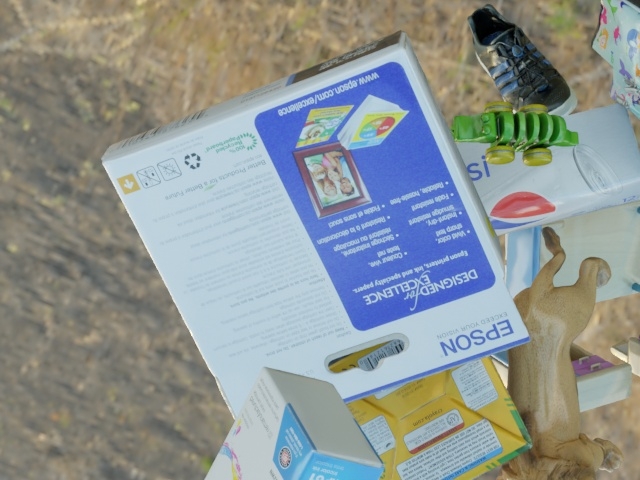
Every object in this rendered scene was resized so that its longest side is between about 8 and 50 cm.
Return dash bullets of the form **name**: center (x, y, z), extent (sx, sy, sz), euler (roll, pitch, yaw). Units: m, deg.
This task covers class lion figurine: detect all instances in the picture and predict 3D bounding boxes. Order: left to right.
- **lion figurine**: center (0.253, 0.170, 1.632), extent (0.142, 0.392, 0.240), euler (-14, 171, 24)

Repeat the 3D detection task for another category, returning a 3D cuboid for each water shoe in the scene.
- **water shoe**: center (0.235, -0.214, 1.796), extent (0.073, 0.203, 0.080), euler (-37, 133, -1)

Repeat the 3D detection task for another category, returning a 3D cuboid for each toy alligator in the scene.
- **toy alligator**: center (0.169, -0.107, 1.411), extent (0.189, 0.056, 0.051), euler (3, 165, -17)

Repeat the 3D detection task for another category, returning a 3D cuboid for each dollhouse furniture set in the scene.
- **dollhouse furniture set**: center (0.339, 0.041, 1.952), extent (0.198, 0.286, 0.303), euler (34, 131, 56)

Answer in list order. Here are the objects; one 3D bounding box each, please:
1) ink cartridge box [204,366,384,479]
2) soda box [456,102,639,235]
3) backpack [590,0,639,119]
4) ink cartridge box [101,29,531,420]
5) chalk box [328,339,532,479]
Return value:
- **ink cartridge box**: center (-0.025, 0.150, 0.851), extent (0.052, 0.088, 0.122), euler (16, 110, -29)
- **soda box**: center (0.219, -0.067, 1.681), extent (0.286, 0.098, 0.091), euler (-14, 162, 5)
- **backpack**: center (0.422, -0.205, 1.546), extent (0.225, 0.253, 0.191), euler (-14, 117, -15)
- **ink cartridge box**: center (0.000, 0.000, 1.367), extent (0.303, 0.072, 0.307), euler (-20, 112, 15)
- **chalk box**: center (0.073, 0.174, 1.599), extent (0.179, 0.180, 0.289), euler (63, 170, -2)
